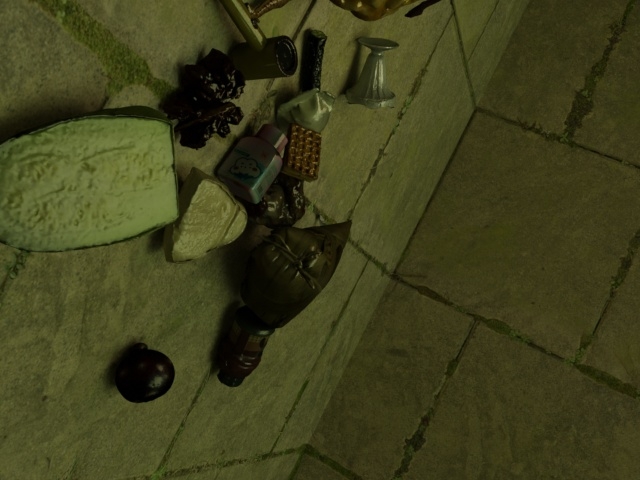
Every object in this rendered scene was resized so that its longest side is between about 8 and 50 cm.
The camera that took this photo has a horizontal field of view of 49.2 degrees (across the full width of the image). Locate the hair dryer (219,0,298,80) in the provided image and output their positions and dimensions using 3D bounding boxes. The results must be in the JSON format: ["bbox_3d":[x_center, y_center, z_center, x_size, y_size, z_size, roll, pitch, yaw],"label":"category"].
[{"bbox_3d":[-0.169,-0.466,1.526,0.278,0.135,0.090,53,49,-47],"label":"hair dryer"}]

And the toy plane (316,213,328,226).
[{"bbox_3d":[-0.024,0.057,2.448,0.273,0.107,0.182,-61,164,-22],"label":"toy plane"}]

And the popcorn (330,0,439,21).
[{"bbox_3d":[0.163,-0.684,1.689,0.349,0.382,0.349,-60,179,-2],"label":"popcorn"}]

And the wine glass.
[{"bbox_3d":[0.169,-0.522,2.175,0.165,0.165,0.196,-36,142,-51],"label":"wine glass"}]

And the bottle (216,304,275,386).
[{"bbox_3d":[-0.243,0.339,2.198,0.156,0.143,0.271,0,125,-40],"label":"bottle"}]

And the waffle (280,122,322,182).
[{"bbox_3d":[-0.049,-0.232,1.860,0.042,0.102,0.148,-35,-137,54],"label":"waffle"}]

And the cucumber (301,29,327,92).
[{"bbox_3d":[-0.018,-0.483,1.910,0.058,0.058,0.187,-45,154,-41],"label":"cucumber"}]

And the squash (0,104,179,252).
[{"bbox_3d":[-0.421,-0.101,1.196,0.309,0.210,0.233,-34,130,-60],"label":"squash"}]

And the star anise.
[{"bbox_3d":[-0.235,-0.298,1.524,0.220,0.126,0.190,-68,163,2],"label":"star anise"}]

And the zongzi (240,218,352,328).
[{"bbox_3d":[-0.017,-0.014,2.006,0.467,0.218,0.500,-50,174,-25],"label":"zongzi"}]

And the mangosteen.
[{"bbox_3d":[-0.441,0.330,1.748,0.152,0.152,0.152,-49,154,-34],"label":"mangosteen"}]

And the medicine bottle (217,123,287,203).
[{"bbox_3d":[-0.166,-0.203,1.791,0.188,0.119,0.094,-58,163,-17],"label":"medicine bottle"}]

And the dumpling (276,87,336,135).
[{"bbox_3d":[-0.050,-0.347,1.912,0.155,0.111,0.181,12,115,-36],"label":"dumpling"}]

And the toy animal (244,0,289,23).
[{"bbox_3d":[-0.091,-0.594,1.625,0.275,0.054,0.149,-60,156,-8],"label":"toy animal"}]

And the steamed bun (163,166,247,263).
[{"bbox_3d":[-0.286,-0.054,1.695,0.212,0.110,0.231,15,103,-51],"label":"steamed bun"}]

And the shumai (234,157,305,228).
[{"bbox_3d":[-0.148,-0.121,1.935,0.185,0.184,0.218,-9,167,-17],"label":"shumai"}]
